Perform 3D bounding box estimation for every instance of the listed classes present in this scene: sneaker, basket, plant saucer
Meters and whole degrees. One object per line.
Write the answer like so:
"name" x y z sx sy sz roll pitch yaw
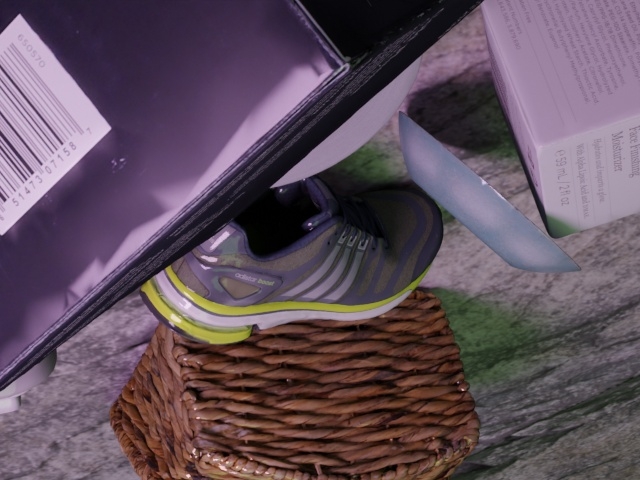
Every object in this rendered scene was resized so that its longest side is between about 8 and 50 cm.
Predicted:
"sneaker" 0.000 0.000 1.452 0.300 0.111 0.121 -16 149 -43
"basket" -0.024 0.190 1.695 0.299 0.213 0.223 0 146 -26
"plant saucer" 0.125 -0.028 1.425 0.037 0.195 0.195 -48 145 3

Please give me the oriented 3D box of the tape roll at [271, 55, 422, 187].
"tape roll" -0.042 -0.137 1.233 0.219 0.072 0.219 -14 138 -13

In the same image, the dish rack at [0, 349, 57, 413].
"dish rack" -0.345 0.071 1.284 0.332 0.285 0.072 -11 115 -7

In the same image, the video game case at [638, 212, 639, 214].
"video game case" 0.362 -0.055 1.674 0.087 0.011 0.122 11 140 -40

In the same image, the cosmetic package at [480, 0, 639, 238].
"cosmetic package" 0.233 -0.122 1.357 0.183 0.151 0.151 -18 151 3

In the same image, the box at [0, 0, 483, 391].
"box" -0.082 -0.105 0.954 0.343 0.179 0.312 -39 179 34
